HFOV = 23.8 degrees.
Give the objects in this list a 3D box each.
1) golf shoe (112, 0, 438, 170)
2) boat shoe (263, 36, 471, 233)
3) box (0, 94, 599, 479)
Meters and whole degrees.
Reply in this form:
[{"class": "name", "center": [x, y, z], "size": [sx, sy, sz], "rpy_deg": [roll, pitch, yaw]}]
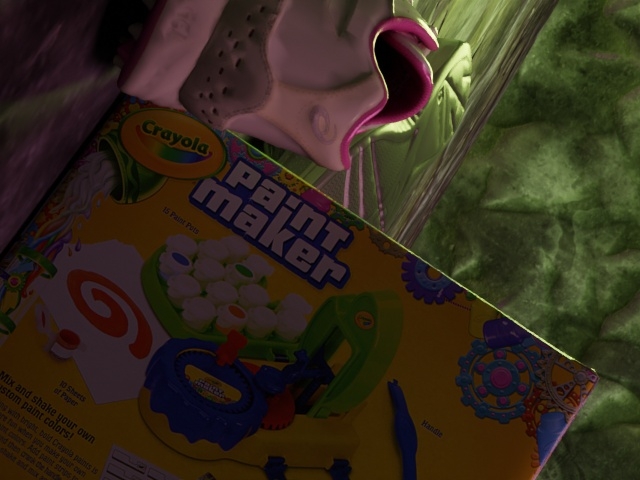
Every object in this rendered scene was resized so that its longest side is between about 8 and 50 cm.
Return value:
[{"class": "golf shoe", "center": [0.006, -0.115, 0.829], "size": [0.115, 0.140, 0.306], "rpy_deg": [-62, 172, 29]}, {"class": "boat shoe", "center": [0.021, -0.079, 1.243], "size": [0.320, 0.103, 0.118], "rpy_deg": [-50, 149, -43]}, {"class": "box", "center": [-0.053, 0.117, 0.840], "size": [0.279, 0.290, 0.177], "rpy_deg": [-54, 173, -10]}]
